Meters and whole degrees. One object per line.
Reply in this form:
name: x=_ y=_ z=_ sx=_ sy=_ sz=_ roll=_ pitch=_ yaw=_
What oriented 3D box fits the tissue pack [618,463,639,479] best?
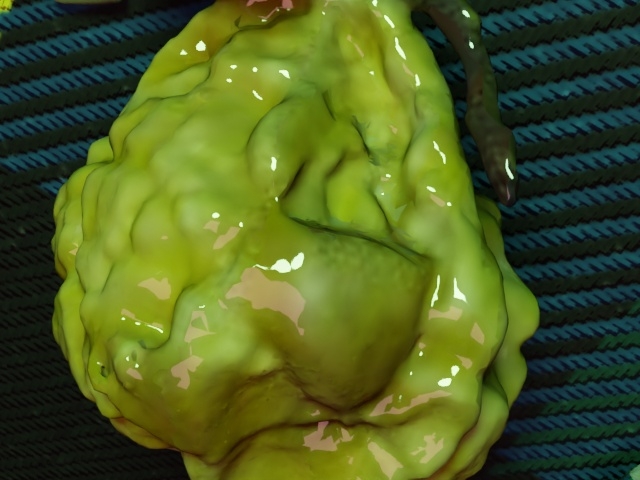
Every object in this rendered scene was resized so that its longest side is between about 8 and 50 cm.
tissue pack: x=0.261 y=0.251 z=0.953 sx=0.111 sy=0.079 sz=0.085 roll=-46 pitch=68 yaw=30

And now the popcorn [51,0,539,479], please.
popcorn: x=0.000 y=0.000 z=0.749 sx=0.349 sy=0.349 sz=0.382 roll=26 pitch=112 yaw=0

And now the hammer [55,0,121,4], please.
hammer: x=-0.200 y=-0.231 z=0.773 sx=0.060 sy=0.028 sz=0.195 roll=0 pitch=152 yaw=18
